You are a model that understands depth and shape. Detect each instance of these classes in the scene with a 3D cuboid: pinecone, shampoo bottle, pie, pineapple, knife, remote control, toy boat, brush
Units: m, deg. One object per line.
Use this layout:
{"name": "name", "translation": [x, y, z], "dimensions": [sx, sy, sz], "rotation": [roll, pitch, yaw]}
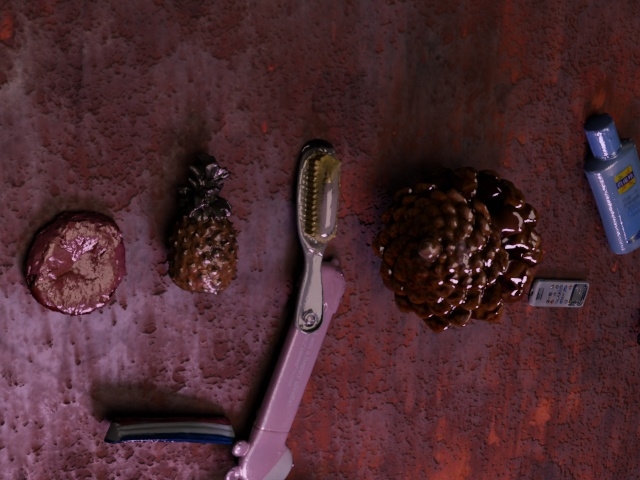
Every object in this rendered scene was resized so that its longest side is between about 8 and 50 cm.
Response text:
{"name": "pinecone", "translation": [0.228, 0.003, 1.927], "dimensions": [0.264, 0.264, 0.264], "rotation": [-12, 116, -26]}
{"name": "shampoo bottle", "translation": [0.509, -0.101, 2.152], "dimensions": [0.104, 0.061, 0.258], "rotation": [-36, 124, -14]}
{"name": "pie", "translation": [-0.335, 0.033, 1.730], "dimensions": [0.153, 0.038, 0.153], "rotation": [-11, 113, -27]}
{"name": "pineapple", "translation": [-0.162, -0.026, 1.771], "dimensions": [0.108, 0.108, 0.198], "rotation": [-2, 106, -30]}
{"name": "knife", "translation": [-0.048, 0.211, 1.969], "dimensions": [0.132, 0.038, 0.398], "rotation": [13, 101, -43]}
{"name": "remote control", "translation": [0.419, 0.092, 2.209], "dimensions": [0.124, 0.018, 0.053], "rotation": [4, 109, -31]}
{"name": "toy boat", "translation": [-0.218, 0.289, 1.893], "dimensions": [0.229, 0.080, 0.046], "rotation": [6, 79, -40]}
{"name": "brush", "translation": [0.000, 0.000, 1.869], "dimensions": [0.068, 0.060, 0.297], "rotation": [-2, 101, -26]}

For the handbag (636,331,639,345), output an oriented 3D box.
{"name": "handbag", "translation": [0.719, 0.083, 2.330], "dimensions": [0.257, 0.113, 0.285], "rotation": [2, 110, -23]}
